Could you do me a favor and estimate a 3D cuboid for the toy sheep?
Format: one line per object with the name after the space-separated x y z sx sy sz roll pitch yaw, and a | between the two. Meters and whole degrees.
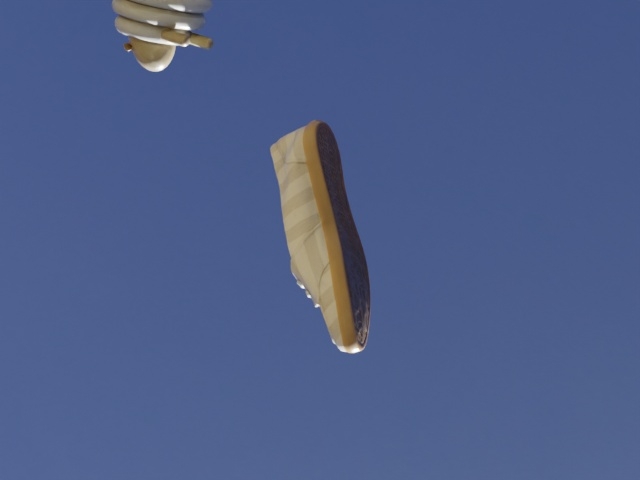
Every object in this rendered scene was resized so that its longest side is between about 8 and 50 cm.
-0.126 -0.202 1.226 0.091 0.091 0.132 19 -79 30 | toy sheep

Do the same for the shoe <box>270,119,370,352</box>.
0.000 0.000 1.399 0.058 0.076 0.219 -15 -102 19 | shoe
